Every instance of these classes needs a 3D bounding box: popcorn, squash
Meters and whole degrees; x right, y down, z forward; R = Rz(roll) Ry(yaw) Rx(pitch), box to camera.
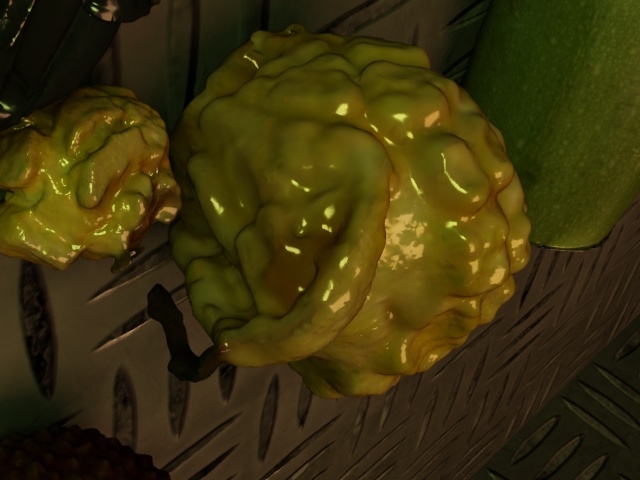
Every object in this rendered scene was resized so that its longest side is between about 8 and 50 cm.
[{"bbox_3d":[-0.176,-0.044,0.819,0.167,0.152,0.148,-34,177,-38],"label":"popcorn"},{"bbox_3d":[0.000,0.000,0.965,0.381,0.349,0.349,-41,154,-37],"label":"popcorn"},{"bbox_3d":[0.307,-0.194,1.300,0.263,0.263,0.384,-27,147,-43],"label":"squash"}]

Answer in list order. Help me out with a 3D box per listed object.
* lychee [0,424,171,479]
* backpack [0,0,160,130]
[{"bbox_3d":[-0.247,0.325,1.010,0.306,0.330,0.306,-12,124,-18],"label":"lychee"},{"bbox_3d":[-0.184,-0.164,0.586,0.258,0.206,0.133,-57,-163,23],"label":"backpack"}]
